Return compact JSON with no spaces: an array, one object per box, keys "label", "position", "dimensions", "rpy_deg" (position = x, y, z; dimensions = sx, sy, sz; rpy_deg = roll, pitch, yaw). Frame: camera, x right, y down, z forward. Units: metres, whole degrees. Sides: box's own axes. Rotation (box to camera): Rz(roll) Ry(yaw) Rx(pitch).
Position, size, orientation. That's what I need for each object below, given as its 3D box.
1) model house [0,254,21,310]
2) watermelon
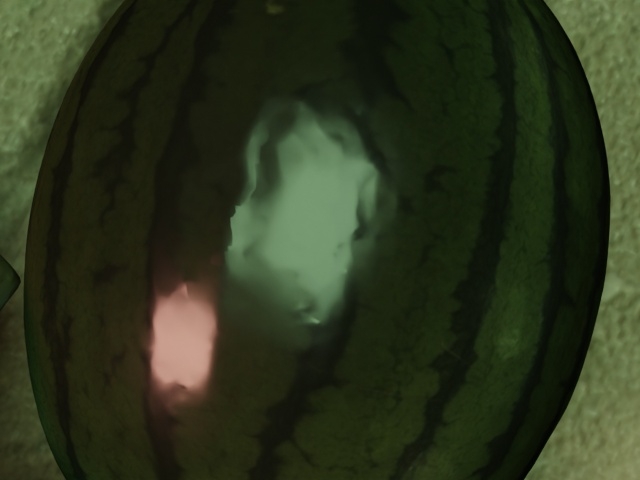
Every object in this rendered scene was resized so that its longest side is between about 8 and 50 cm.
[{"label":"model house","position":[-0.327,0.113,0.579],"dimensions":[0.400,0.395,0.445],"rpy_deg":[-39,52,-12]},{"label":"watermelon","position":[0.002,-0.006,0.601],"dimensions":[0.279,0.279,0.359],"rpy_deg":[10,88,4]}]
